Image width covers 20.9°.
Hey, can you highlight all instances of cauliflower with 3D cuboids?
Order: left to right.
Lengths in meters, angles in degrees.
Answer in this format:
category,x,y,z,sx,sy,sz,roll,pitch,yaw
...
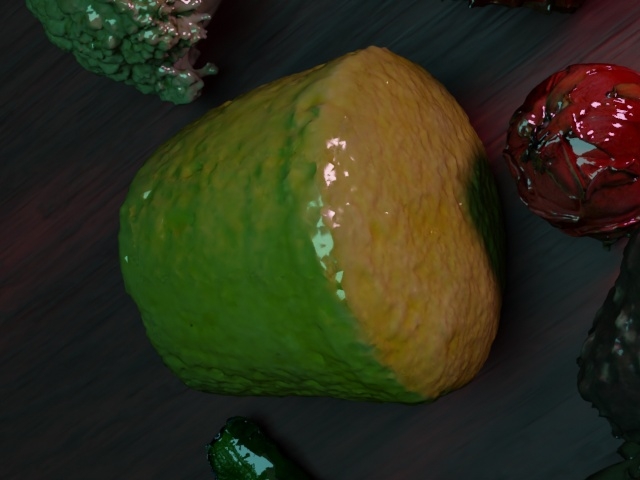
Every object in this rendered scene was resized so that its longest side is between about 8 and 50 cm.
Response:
category,x,y,z,sx,sy,sz,roll,pitch,yaw
cauliflower,-0.195,-0.304,1.848,0.260,0.281,0.327,-1,117,46

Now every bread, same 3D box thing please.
category,x,y,z,sx,sy,sz,roll,pitch,yaw
bread,0.000,0.000,1.694,0.308,0.348,0.348,-10,86,36

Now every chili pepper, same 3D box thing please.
category,x,y,z,sx,sy,sz,roll,pitch,yaw
chili pepper,-0.032,0.282,1.848,0.224,0.061,0.098,41,101,17

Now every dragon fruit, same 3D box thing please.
category,x,y,z,sx,sy,sz,roll,pitch,yaw
dragon fruit,0.263,-0.083,1.641,0.172,0.209,0.172,-13,61,24

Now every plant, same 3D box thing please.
category,x,y,z,sx,sy,sz,roll,pitch,yaw
plant,0.346,0.141,1.590,0.213,0.215,0.312,20,108,27

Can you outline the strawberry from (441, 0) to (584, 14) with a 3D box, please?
category,x,y,z,sx,sy,sz,roll,pitch,yaw
strawberry,0.186,-0.353,1.638,0.257,0.257,0.277,14,107,24
